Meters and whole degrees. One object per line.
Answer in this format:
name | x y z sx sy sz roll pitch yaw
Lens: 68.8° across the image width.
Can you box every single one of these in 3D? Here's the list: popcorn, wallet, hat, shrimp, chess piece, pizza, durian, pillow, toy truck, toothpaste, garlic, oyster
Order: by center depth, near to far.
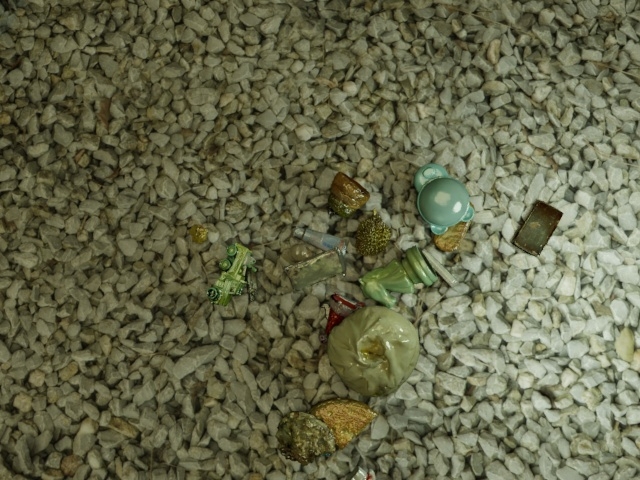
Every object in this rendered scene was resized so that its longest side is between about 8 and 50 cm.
oyster | -0.060 0.770 1.801 0.260 0.092 0.198 7 96 18
pizza | 0.084 0.720 1.846 0.292 0.058 0.197 -5 81 4
toy truck | -0.350 0.150 1.888 0.135 0.128 0.259 26 82 9
chess piece | 0.305 0.159 1.889 0.298 0.176 0.175 -31 80 15
hat | 0.067 0.324 1.904 0.140 0.129 0.227 25 101 -17
pillow | -0.019 0.113 1.927 0.255 0.169 0.059 -21 38 0
durian | 0.222 -0.037 1.947 0.147 0.102 0.208 7 77 10
wallet | 0.906 -0.049 1.949 0.122 0.031 0.232 33 81 12
garlic | -0.084 0.055 1.958 0.113 0.074 0.094 8 90 19
shrimp | -0.342 0.164 1.968 0.150 0.051 0.217 -20 72 3
toothpaste | 0.000 0.000 1.977 0.234 0.057 0.089 20 84 -1
popcorn | -0.513 -0.032 2.006 0.084 0.084 0.084 0 80 3

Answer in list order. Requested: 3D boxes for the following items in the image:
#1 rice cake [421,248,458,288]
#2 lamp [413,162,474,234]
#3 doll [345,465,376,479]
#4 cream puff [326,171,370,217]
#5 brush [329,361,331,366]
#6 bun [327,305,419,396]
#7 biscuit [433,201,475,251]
rice cake | 0.489 0.115 1.939 0.207 0.036 0.047 45 99 8
lamp | 0.489 -0.183 1.920 0.209 0.147 0.284 -26 72 4
doll | 0.222 0.986 1.759 0.290 0.130 0.161 44 83 3
cream puff | 0.096 -0.175 1.947 0.183 0.183 0.169 40 104 8
brush | 0.124 0.464 1.901 0.191 0.034 0.027 -20 42 -3
bun | 0.214 0.427 1.780 0.365 0.219 0.365 -1 97 -5
biscuit | 0.563 -0.068 1.970 0.119 0.029 0.247 25 83 14
